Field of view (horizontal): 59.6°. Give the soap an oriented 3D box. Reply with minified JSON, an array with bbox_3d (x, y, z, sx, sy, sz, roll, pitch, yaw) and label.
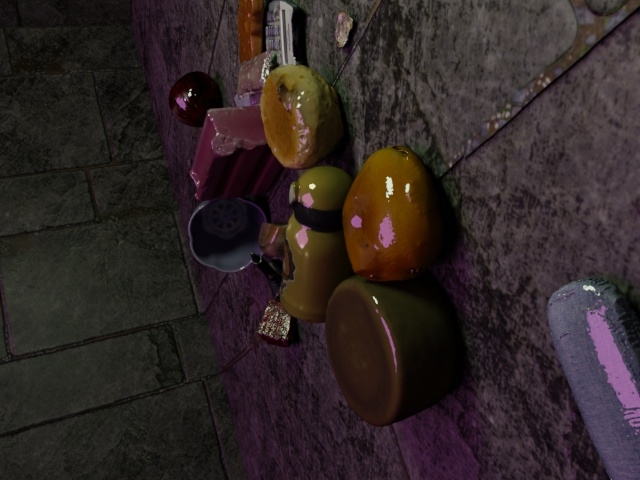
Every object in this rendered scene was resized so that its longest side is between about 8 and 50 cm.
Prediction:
[{"bbox_3d":[-0.229,-0.238,1.590,0.359,0.233,0.128,136,122,-63],"label":"soap"}]

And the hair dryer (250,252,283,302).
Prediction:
[{"bbox_3d":[-0.156,0.079,1.660,0.128,0.070,0.255,65,-176,33],"label":"hair dryer"}]

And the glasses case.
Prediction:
[{"bbox_3d":[0.352,0.181,0.654,0.109,0.067,0.282,-46,57,59],"label":"glasses case"}]

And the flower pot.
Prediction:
[{"bbox_3d":[-0.322,-0.052,1.886,0.243,0.265,0.265,-133,37,-66],"label":"flower pot"}]

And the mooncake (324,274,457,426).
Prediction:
[{"bbox_3d":[0.131,0.193,1.057,0.284,0.155,0.284,171,90,-67],"label":"mooncake"}]

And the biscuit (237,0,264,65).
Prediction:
[{"bbox_3d":[-0.193,-0.590,1.562,0.334,0.047,0.202,100,156,-46],"label":"biscuit"}]

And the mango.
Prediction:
[{"bbox_3d":[0.136,-0.052,0.968,0.166,0.136,0.236,-30,67,51],"label":"mango"}]

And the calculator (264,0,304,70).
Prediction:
[{"bbox_3d":[-0.100,-0.512,1.409,0.268,0.040,0.177,-142,46,-58],"label":"calculator"}]

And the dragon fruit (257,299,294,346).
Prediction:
[{"bbox_3d":[-0.123,0.281,1.800,0.127,0.120,0.161,18,157,20],"label":"dragon fruit"}]

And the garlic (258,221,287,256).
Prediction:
[{"bbox_3d":[-0.137,-0.002,1.684,0.195,0.087,0.101,-170,84,-69],"label":"garlic"}]

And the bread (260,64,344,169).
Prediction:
[{"bbox_3d":[-0.039,-0.278,1.263,0.244,0.134,0.244,34,129,55],"label":"bread"}]

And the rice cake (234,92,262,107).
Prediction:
[{"bbox_3d":[-0.160,-0.403,1.562,0.399,0.070,0.064,-165,70,-64],"label":"rice cake"}]

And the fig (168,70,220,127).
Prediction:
[{"bbox_3d":[-0.441,-0.487,2.044,0.249,0.186,0.204,57,131,27],"label":"fig"}]

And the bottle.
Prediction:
[{"bbox_3d":[0.000,0.000,1.252,0.171,0.171,0.351,-130,37,-48],"label":"bottle"}]

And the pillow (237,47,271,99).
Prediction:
[{"bbox_3d":[-0.179,-0.439,1.477,0.185,0.043,0.118,4,86,60],"label":"pillow"}]

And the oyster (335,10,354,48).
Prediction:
[{"bbox_3d":[0.048,-0.425,1.134,0.054,0.019,0.083,64,151,28],"label":"oyster"}]
